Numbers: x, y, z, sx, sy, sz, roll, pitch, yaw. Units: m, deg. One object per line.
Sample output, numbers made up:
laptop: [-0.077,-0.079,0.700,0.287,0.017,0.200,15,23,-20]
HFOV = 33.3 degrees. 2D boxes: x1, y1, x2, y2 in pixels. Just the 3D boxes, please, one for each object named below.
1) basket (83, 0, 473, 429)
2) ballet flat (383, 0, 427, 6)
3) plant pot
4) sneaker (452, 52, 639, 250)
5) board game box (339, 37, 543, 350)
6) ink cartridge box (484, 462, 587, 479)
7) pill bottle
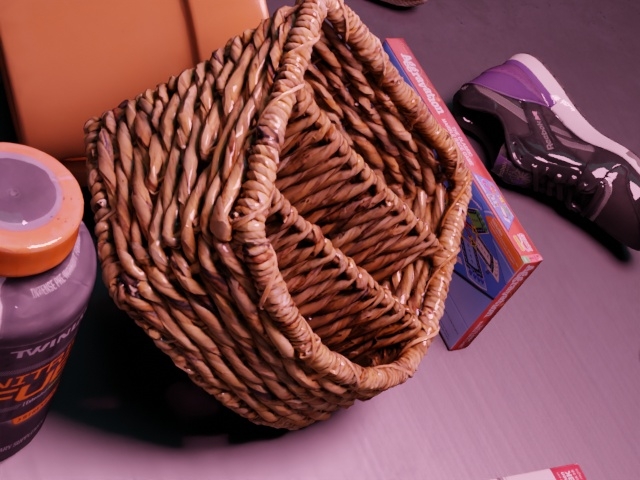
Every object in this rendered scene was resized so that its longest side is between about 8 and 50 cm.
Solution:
basket: [0.000,0.000,0.814,0.299,0.223,0.214,44,23,-50]
ballet flat: [0.024,-0.354,1.342,0.249,0.058,0.084,20,81,-3]
plant pot: [-0.175,-0.167,0.936,0.203,0.291,0.291,-13,58,-16]
sneaker: [0.259,-0.079,1.210,0.124,0.107,0.283,-28,64,-25]
board game box: [0.104,-0.049,1.052,0.027,0.145,0.281,-8,57,-32]
ink cartridge box: [0.143,0.233,0.862,0.135,0.099,0.056,-2,54,-29]
pill bottle: [-0.229,0.045,0.730,0.130,0.246,0.130,14,48,-16]
